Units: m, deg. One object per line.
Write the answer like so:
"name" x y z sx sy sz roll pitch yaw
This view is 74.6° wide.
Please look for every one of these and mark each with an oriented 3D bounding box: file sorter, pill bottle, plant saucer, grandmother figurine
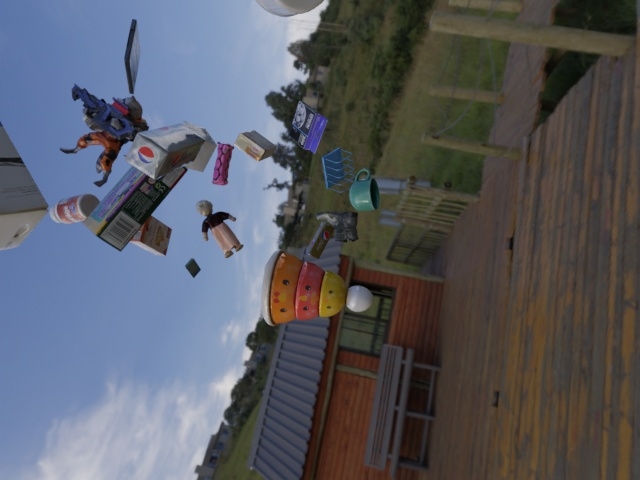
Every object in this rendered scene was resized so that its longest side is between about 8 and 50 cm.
"file sorter" 0.094 -0.334 2.011 0.118 0.104 0.170 -35 -47 -29
"pill bottle" -1.125 -0.140 1.923 0.121 0.216 0.121 -9 -90 -68
"plant saucer" -0.716 0.154 2.353 0.067 0.018 0.192 -54 -10 -20
"grandmother figurine" -0.554 -0.080 2.280 0.208 0.342 0.104 -35 -5 -28

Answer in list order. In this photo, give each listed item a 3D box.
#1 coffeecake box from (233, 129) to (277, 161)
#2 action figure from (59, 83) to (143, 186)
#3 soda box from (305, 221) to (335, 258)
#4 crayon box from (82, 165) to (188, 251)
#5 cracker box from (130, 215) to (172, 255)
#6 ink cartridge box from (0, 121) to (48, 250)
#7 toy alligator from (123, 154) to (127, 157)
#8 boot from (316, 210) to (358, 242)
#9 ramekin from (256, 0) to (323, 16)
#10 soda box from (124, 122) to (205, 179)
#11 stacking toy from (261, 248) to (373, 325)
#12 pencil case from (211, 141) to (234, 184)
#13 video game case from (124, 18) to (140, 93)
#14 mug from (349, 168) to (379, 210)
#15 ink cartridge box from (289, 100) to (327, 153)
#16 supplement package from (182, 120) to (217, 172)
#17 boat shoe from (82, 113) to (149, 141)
"coffeecake box" -0.308 -0.454 2.002 0.068 0.142 0.185 -54 1 22
"action figure" -0.795 -0.413 1.555 0.330 0.341 0.178 -46 -16 3
"soda box" 0.000 0.000 2.106 0.181 0.061 0.058 -62 20 -7
"crayon box" -0.679 -0.156 1.524 0.106 0.313 0.363 44 -107 -33
"cracker box" -0.867 -0.029 2.164 0.232 0.067 0.155 58 -144 -67
"ink cartridge box" -1.087 -0.190 1.337 0.285 0.395 0.166 -33 -3 31
"toy alligator" -1.019 -0.450 2.356 0.051 0.190 0.056 -59 -3 12
"boot" 0.083 -0.070 2.200 0.083 0.247 0.161 5 -92 -63
"ramekin" -0.090 -0.858 1.325 0.135 0.277 0.277 44 132 50
"soda box" -0.444 -0.268 1.230 0.091 0.098 0.286 -54 7 20
"stacking toy" -0.002 0.228 1.887 0.350 0.480 0.350 4 -90 -81
"pencil case" -0.489 -0.382 2.107 0.098 0.095 0.209 4 86 53
"video game case" -0.866 -0.847 1.939 0.196 0.026 0.274 120 148 -57
"mug" 0.176 -0.196 1.710 0.129 0.097 0.157 42 -132 -56
"ink cartridge box" -0.072 -0.604 2.252 0.045 0.208 0.206 -14 -42 -42
"supplement package" -0.730 -0.538 2.411 0.149 0.203 0.194 11 -57 -47
"boat shoe" -0.849 -0.472 1.780 0.324 0.117 0.096 -25 -82 -72
